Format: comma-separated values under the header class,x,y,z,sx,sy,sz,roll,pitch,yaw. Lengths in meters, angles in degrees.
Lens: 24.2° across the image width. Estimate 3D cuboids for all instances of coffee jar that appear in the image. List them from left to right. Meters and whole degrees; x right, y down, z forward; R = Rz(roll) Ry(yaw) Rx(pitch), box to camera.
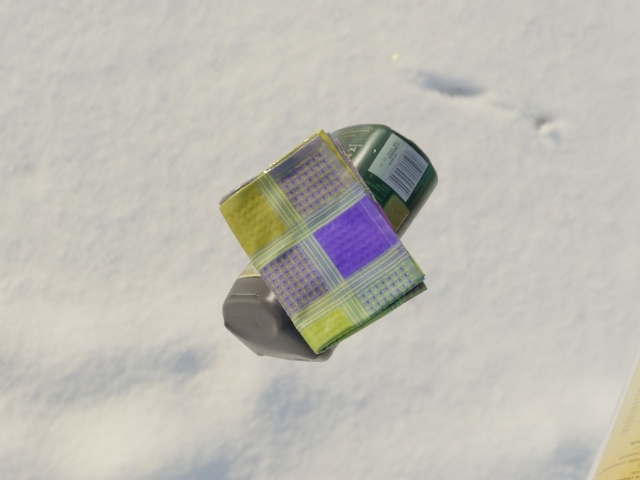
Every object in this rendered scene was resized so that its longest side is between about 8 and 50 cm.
class,x,y,z,sx,sy,sz,roll,pitch,yaw
coffee jar,0.006,0.005,1.108,0.079,0.096,0.184,43,67,-25

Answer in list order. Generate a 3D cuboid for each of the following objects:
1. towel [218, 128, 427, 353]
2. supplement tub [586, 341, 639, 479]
class,x,y,z,sx,sy,sz,roll,pitch,yaw
towel,0.000,0.000,0.632,0.060,0.009,0.083,-31,75,-4
supplement tub,0.296,0.182,1.016,0.228,0.228,0.316,35,56,-8
